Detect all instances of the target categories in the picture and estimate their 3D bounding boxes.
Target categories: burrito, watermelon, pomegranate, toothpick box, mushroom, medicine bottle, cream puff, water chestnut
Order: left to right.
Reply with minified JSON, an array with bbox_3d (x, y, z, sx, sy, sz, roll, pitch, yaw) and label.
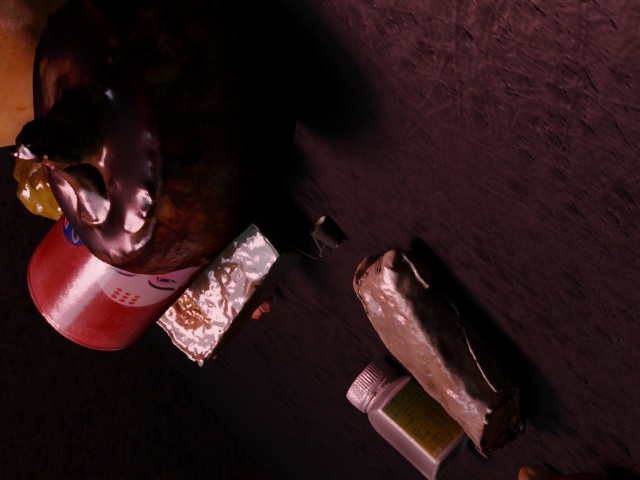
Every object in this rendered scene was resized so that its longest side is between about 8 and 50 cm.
[{"bbox_3d":[-0.489,-0.285,1.879,0.332,0.332,0.332,42,165,14],"label":"pomegranate"},{"bbox_3d":[-0.336,-0.139,2.034,0.185,0.282,0.282,29,176,-31],"label":"cream puff"},{"bbox_3d":[-0.200,-0.130,1.457,0.350,0.302,0.351,22,119,49],"label":"water chestnut"},{"bbox_3d":[-0.236,-0.018,1.804,0.204,0.204,0.333,45,129,2],"label":"toothpick box"},{"bbox_3d":[-0.168,-0.006,1.993,0.264,0.151,0.302,40,129,12],"label":"watermelon"},{"bbox_3d":[0.137,0.276,2.089,0.188,0.088,0.132,42,165,17],"label":"medicine bottle"},{"bbox_3d":[0.164,0.148,1.661,0.348,0.107,0.175,51,178,-13],"label":"burrito"},{"bbox_3d":[0.307,0.385,1.924,0.212,0.088,0.097,92,164,-63],"label":"mushroom"}]

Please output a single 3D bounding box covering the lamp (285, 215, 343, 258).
[{"bbox_3d":[0.001,0.000,1.841,0.054,0.041,0.121,40,163,-12],"label":"lamp"}]

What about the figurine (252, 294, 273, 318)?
[{"bbox_3d":[-0.123,0.072,2.274,0.102,0.111,0.195,59,174,22],"label":"figurine"}]

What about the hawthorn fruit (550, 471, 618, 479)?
[{"bbox_3d":[0.353,0.414,1.610,0.271,0.242,0.242,12,145,47],"label":"hawthorn fruit"}]
